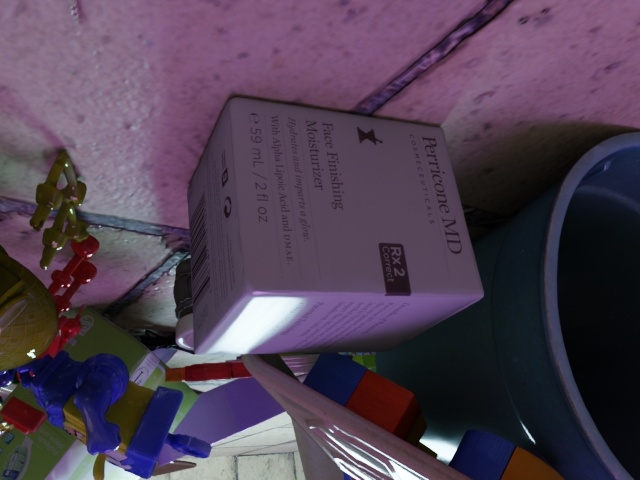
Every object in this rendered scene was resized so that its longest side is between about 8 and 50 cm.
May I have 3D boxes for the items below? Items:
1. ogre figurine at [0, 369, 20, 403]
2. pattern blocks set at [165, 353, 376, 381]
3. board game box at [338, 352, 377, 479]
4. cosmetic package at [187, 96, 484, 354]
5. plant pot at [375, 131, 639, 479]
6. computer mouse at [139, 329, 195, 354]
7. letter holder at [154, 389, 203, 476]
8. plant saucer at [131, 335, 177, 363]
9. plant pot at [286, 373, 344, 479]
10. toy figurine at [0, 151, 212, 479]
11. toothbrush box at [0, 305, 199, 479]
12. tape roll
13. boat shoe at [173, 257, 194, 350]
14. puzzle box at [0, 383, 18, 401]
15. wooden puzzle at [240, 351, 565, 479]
[{"bbox_3d":[-0.437,0.171,0.787,0.118,0.197,0.097,3,140,22],"label":"ogre figurine"},{"bbox_3d":[-0.055,0.162,0.822,0.285,0.026,0.325,0,168,-17],"label":"pattern blocks set"},{"bbox_3d":[0.104,0.301,1.034,0.046,0.318,0.213,9,152,-31],"label":"board game box"},{"bbox_3d":[0.000,0.000,0.506,0.183,0.152,0.151,2,155,-24],"label":"cosmetic package"},{"bbox_3d":[0.244,0.111,0.660,0.340,0.342,0.334,4,162,-26],"label":"plant pot"},{"bbox_3d":[-0.161,0.136,0.918,0.192,0.042,0.106,-20,153,28],"label":"computer mouse"},{"bbox_3d":[-0.352,0.440,1.441,0.214,0.152,0.302,-13,157,7],"label":"letter holder"},{"bbox_3d":[-0.328,0.197,1.018,0.194,0.038,0.195,-6,157,-2],"label":"plant saucer"},{"bbox_3d":[0.077,0.474,1.452,0.333,0.306,0.334,-6,158,-3],"label":"plant pot"},{"bbox_3d":[-0.182,0.120,0.574,0.217,0.191,0.363,30,145,-2],"label":"toy figurine"},{"bbox_3d":[-0.316,0.261,0.821,0.122,0.283,0.206,29,158,23],"label":"toothbrush box"},{"bbox_3d":[-0.190,0.333,1.211,0.274,0.090,0.275,-22,169,-5],"label":"tape roll"},{"bbox_3d":[-0.034,0.078,0.758,0.304,0.091,0.109,9,148,-39],"label":"boat shoe"},{"bbox_3d":[-0.678,0.227,0.962,0.408,0.052,0.272,-7,157,0],"label":"puzzle box"},{"bbox_3d":[0.109,0.222,0.594,0.347,0.080,0.322,28,159,31],"label":"wooden puzzle"}]
